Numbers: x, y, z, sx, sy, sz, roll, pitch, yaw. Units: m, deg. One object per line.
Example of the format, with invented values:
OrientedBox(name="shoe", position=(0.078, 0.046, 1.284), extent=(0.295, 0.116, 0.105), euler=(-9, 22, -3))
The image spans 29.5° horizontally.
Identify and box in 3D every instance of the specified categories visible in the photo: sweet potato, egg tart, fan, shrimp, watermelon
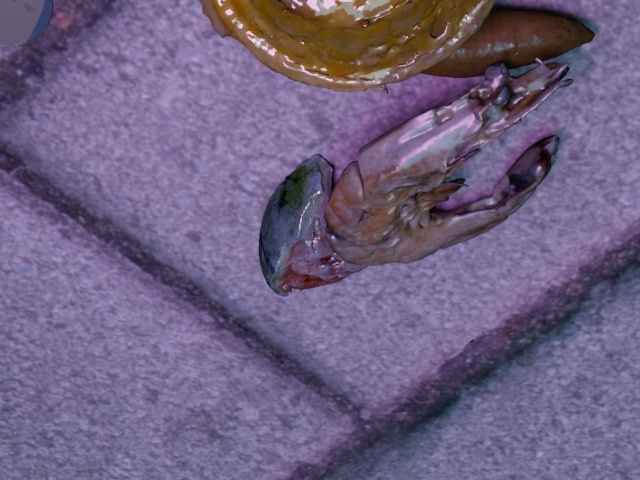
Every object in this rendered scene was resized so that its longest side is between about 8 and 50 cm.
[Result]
OrientedBox(name="sweet potato", position=(0.105, -0.230, 1.259), extent=(0.346, 0.079, 0.108), euler=(20, 96, -7))
OrientedBox(name="egg tart", position=(0.028, -0.300, 1.133), extent=(0.341, 0.132, 0.341), euler=(3, 107, 10))
OrientedBox(name="fan", position=(-0.365, -0.242, 1.332), extent=(0.113, 0.005, 0.175), euler=(33, 121, -17))
OrientedBox(name="shrimp", position=(0.153, -0.075, 1.323), extent=(0.247, 0.085, 0.360), euler=(12, 139, -37))
OrientedBox(name="watermelon", position=(0.000, 0.000, 1.432), extent=(0.139, 0.071, 0.187), euler=(17, 124, -11))
